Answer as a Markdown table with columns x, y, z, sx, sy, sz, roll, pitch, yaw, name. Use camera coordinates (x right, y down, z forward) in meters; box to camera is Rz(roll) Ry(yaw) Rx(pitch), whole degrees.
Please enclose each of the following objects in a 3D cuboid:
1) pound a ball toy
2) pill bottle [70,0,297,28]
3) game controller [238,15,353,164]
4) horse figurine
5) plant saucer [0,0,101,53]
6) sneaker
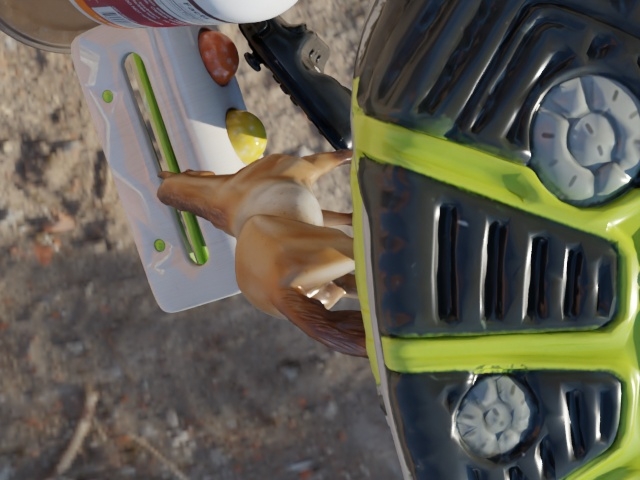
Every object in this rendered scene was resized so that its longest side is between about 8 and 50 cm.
| x | y | z | sx | sy | sz | roll | pitch | yaw | name |
| --- | --- | --- | --- | --- | --- | --- | --- | --- | --- |
| -0.107 | -0.112 | 1.256 | 0.135 | 0.319 | 0.208 | -17 | -178 | 21 | pound a ball toy |
| -0.055 | -0.144 | 0.606 | 0.086 | 0.152 | 0.086 | -6 | 99 | -43 | pill bottle |
| -0.006 | -0.147 | 1.269 | 0.067 | 0.319 | 0.166 | -30 | 92 | 6 | game controller |
| 0.000 | 0.000 | 0.799 | 0.174 | 0.263 | 0.066 | -2 | 120 | -15 | horse figurine |
| -0.311 | -0.359 | 1.593 | 0.277 | 0.041 | 0.278 | -4 | 117 | -9 | plant saucer |
| 0.096 | 0.075 | 0.426 | 0.145 | 0.147 | 0.385 | -26 | 113 | -7 | sneaker |
